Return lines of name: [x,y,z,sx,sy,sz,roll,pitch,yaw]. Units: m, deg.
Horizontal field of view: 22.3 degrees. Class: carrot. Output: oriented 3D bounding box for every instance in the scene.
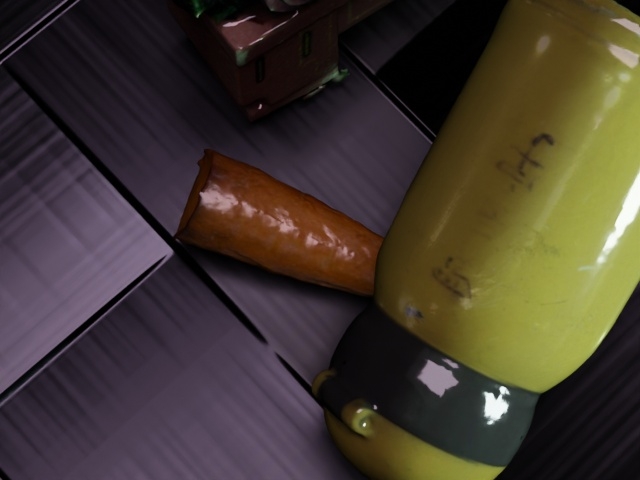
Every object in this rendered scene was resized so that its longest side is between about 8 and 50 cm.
carrot: [0.000,0.000,1.163,0.205,0.072,0.072,20,73,-3]

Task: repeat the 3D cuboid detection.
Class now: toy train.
toy train: [0.024,-0.228,1.149,0.304,0.221,0.150,-32,69,-12]

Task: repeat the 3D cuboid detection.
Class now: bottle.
bottle: [0.124,0.010,1.081,0.171,0.171,0.351,30,99,6]
